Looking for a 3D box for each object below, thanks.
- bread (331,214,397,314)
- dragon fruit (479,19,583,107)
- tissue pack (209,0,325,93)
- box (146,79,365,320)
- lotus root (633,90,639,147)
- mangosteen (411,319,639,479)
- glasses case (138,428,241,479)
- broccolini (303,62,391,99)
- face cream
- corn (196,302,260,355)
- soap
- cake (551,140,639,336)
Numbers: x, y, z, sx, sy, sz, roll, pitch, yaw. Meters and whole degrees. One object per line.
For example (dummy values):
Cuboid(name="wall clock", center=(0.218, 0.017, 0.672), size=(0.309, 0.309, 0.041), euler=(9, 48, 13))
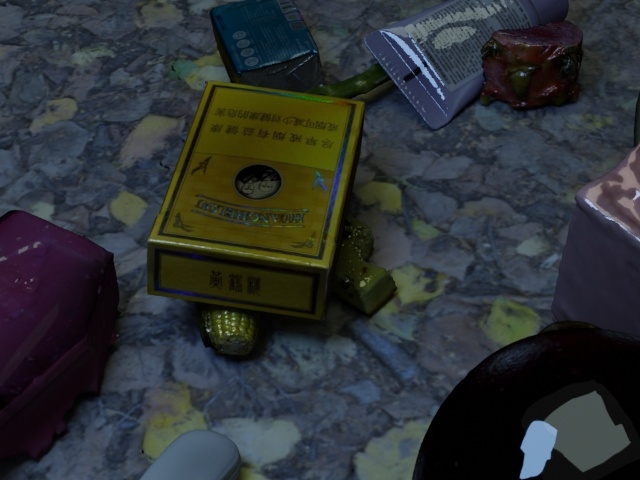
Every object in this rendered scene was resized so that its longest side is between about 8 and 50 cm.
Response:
Cuboid(name="bread", center=(0.000, 0.000, 1.585), size=(0.226, 0.049, 0.088), euler=(31, 53, 34))
Cuboid(name="dragon fruit", center=(0.282, -0.214, 1.755), size=(0.147, 0.102, 0.096), euler=(-20, 45, -20))
Cuboid(name="tissue pack", center=(-0.071, -0.249, 1.849), size=(0.120, 0.082, 0.169), euler=(-15, 42, -8))
Cuboid(name="box", center=(-0.065, -0.052, 1.535), size=(0.193, 0.084, 0.301), euler=(8, 41, 4))
Cuboid(name="lotus root", center=(0.466, -0.108, 1.588), size=(0.210, 0.142, 0.314), euler=(32, 38, -12))
Cuboid(name="mangosteen", center=(0.224, 0.195, 1.148), size=(0.297, 0.297, 0.313), euler=(6, 47, 15))
Cuboid(name="glasses case", center=(-0.146, 0.256, 1.317), size=(0.074, 0.049, 0.193), euler=(16, 46, 24))
Cuboid(name="broccolini", center=(0.030, -0.184, 1.796), size=(0.392, 0.078, 0.074), euler=(-28, 34, -32))
Cuboid(name="face cream", center=(0.202, -0.264, 1.818), size=(0.274, 0.096, 0.154), euler=(-33, 84, -24))
Cuboid(name="corn", center=(-0.104, 0.047, 1.533), size=(0.072, 0.072, 0.203), euler=(-9, 42, -2))
Cuboid(name="soap", center=(-0.348, 0.118, 1.448), size=(0.220, 0.127, 0.325), euler=(20, 49, 30))
Cuboid(name="cake", center=(0.407, 0.018, 1.258), size=(0.307, 0.293, 0.314), euler=(-36, 61, -16))
